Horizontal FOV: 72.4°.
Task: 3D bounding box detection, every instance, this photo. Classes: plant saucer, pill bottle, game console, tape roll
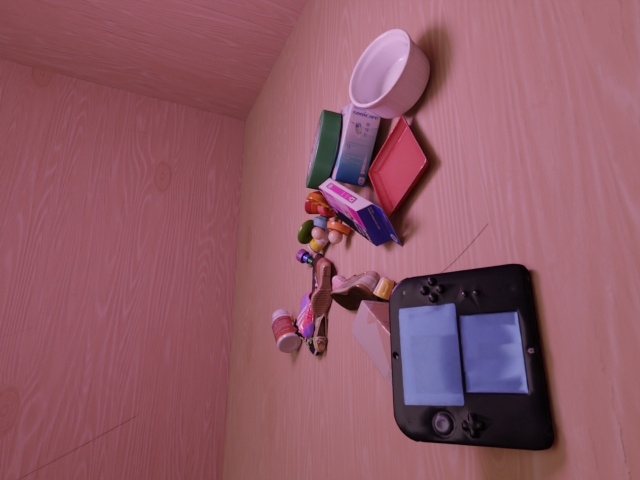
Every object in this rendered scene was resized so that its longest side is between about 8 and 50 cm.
[{"bbox_3d":[0.269,-0.248,1.496,0.259,0.047,0.259,-104,31,-41],"label":"plant saucer"},{"bbox_3d":[-0.178,0.446,2.186,0.216,0.121,0.121,-119,44,-55],"label":"pill bottle"},{"bbox_3d":[0.323,0.261,1.010,0.341,0.060,0.388,-13,68,36],"label":"game console"},{"bbox_3d":[0.009,-0.367,1.793,0.321,0.077,0.322,-169,90,-84],"label":"tape roll"},{"bbox_3d":[0.000,0.000,1.992,0.116,0.065,0.065,-50,36,28],"label":"pill bottle"}]

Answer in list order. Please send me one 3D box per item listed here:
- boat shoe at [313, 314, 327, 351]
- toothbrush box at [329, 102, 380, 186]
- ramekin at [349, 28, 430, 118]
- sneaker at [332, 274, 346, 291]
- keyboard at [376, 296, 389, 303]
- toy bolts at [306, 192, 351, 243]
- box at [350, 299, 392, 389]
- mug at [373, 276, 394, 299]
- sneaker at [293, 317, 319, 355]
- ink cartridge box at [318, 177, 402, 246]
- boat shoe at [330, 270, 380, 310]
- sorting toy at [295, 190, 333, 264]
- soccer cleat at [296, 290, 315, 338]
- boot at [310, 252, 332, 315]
[{"bbox_3d":[0.004,0.399,1.874,0.048,0.056,0.153,135,145,-61],"label":"boat shoe"},{"bbox_3d":[0.126,-0.373,1.722,0.216,0.126,0.296,-123,46,-75],"label":"toothbrush box"},{"bbox_3d":[0.239,-0.556,1.492,0.277,0.135,0.278,-27,54,44],"label":"ramekin"},{"bbox_3d":[0.082,0.168,1.775,0.134,0.050,0.070,139,130,-62],"label":"sneaker"},{"bbox_3d":[0.197,0.283,1.512,0.108,0.023,0.180,31,110,58],"label":"keyboard"},{"bbox_3d":[0.008,-0.084,1.845,0.159,0.218,0.228,-69,16,-6],"label":"toy bolts"},{"bbox_3d":[0.223,0.307,1.290,0.311,0.147,0.121,47,124,60],"label":"box"},{"bbox_3d":[0.220,0.160,1.459,0.078,0.062,0.064,30,101,59],"label":"mug"},{"bbox_3d":[-0.069,0.433,1.970,0.235,0.097,0.084,-126,49,-58],"label":"sneaker"},{"bbox_3d":[0.133,-0.093,1.553,0.069,0.176,0.371,-40,35,-9],"label":"ink cartridge box"},{"bbox_3d":[0.130,0.182,1.621,0.098,0.109,0.302,-51,4,-25],"label":"boat shoe"},{"bbox_3d":[-0.018,-0.042,2.057,0.126,0.127,0.366,29,115,34],"label":"sorting toy"},{"bbox_3d":[-0.050,0.323,1.950,0.095,0.083,0.248,-48,22,29],"label":"soccer cleat"},{"bbox_3d":[-0.003,0.192,1.958,0.207,0.090,0.249,-135,55,-76],"label":"boot"}]
